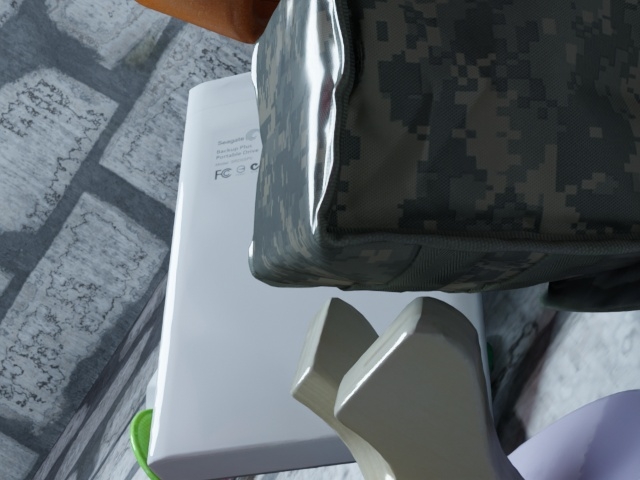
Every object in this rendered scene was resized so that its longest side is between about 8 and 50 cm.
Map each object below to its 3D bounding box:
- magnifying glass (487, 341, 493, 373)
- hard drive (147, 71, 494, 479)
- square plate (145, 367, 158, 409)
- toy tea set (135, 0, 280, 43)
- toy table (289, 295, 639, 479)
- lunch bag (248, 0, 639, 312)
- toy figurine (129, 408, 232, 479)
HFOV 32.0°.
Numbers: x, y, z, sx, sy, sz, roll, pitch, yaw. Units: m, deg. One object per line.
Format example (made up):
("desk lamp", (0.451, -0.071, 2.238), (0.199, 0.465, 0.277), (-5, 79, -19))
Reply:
("magnifying glass", (0.055, 0.167, 0.800), (0.231, 0.026, 0.092), (-61, 12, -10))
("hard drive", (0.000, 0.000, 0.839), (0.233, 0.047, 0.353), (-10, 51, 14))
("square plate", (-0.168, 0.137, 1.760), (0.347, 0.049, 0.344), (-58, 11, 1))
("toy tea set", (-0.019, -0.185, 0.749), (0.200, 0.124, 0.336), (-54, -22, -8))
("toy table", (0.047, 0.145, 0.556), (0.274, 0.161, 0.252), (-54, 12, 23))
("lunch bag", (0.118, -0.049, 0.554), (0.235, 0.287, 0.169), (159, 111, -78))
("toy figurine", (-0.105, 0.206, 1.207), (0.159, 0.130, 0.173), (-44, 38, 20))
